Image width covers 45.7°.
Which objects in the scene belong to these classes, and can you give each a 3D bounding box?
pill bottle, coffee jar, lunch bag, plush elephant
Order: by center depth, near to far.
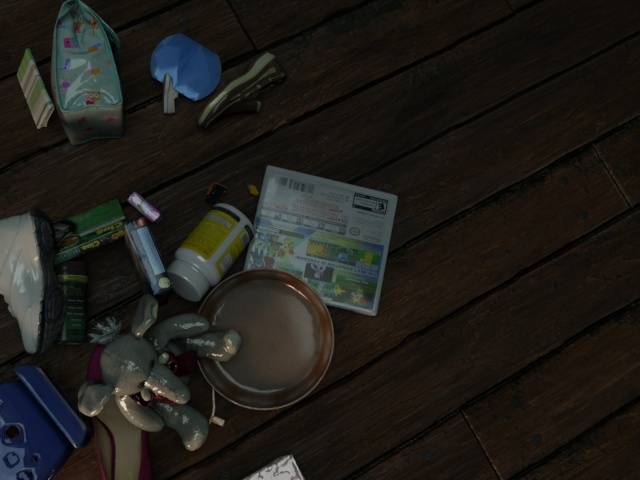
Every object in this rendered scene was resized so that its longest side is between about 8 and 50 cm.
[{"bbox_3d":[-0.338,0.259,1.525,0.330,0.255,0.272,28,88,-2],"label":"plush elephant"},{"bbox_3d":[-0.556,0.138,1.665,0.079,0.096,0.184,7,76,-43],"label":"coffee jar"},{"bbox_3d":[-0.249,0.027,1.695,0.119,0.119,0.208,36,60,0],"label":"pill bottle"},{"bbox_3d":[-0.525,-0.377,1.704,0.160,0.223,0.262,-10,79,-16],"label":"lunch bag"}]

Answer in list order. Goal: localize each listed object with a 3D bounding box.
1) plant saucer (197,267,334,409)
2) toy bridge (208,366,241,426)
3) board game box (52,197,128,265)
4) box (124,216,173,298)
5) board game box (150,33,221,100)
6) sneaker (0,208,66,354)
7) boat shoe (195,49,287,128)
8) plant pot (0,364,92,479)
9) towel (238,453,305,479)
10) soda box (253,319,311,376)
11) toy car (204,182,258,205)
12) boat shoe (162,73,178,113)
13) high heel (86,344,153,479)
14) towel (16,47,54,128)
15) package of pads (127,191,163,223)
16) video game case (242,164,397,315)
[{"bbox_3d":[-0.124,0.216,1.684,0.310,0.050,0.311,0,88,2],"label":"plant saucer"},{"bbox_3d":[-0.210,0.326,1.716,0.063,0.026,0.188,25,77,0],"label":"toy bridge"},{"bbox_3d":[-0.556,-0.007,1.685,0.259,0.136,0.030,-23,125,-11],"label":"board game box"},{"bbox_3d":[-0.373,0.055,1.637,0.044,0.233,0.159,-22,84,-18],"label":"box"},{"bbox_3d":[-0.325,-0.416,1.838,0.168,0.033,0.133,29,76,-10],"label":"board game box"},{"bbox_3d":[-0.609,0.088,1.568,0.129,0.111,0.297,-8,85,6],"label":"sneaker"},{"bbox_3d":[-0.180,-0.344,1.815,0.095,0.095,0.257,46,76,-4],"label":"boat shoe"},{"bbox_3d":[-0.603,0.390,1.547,0.212,0.236,0.236,-38,86,-19],"label":"plant pot"},{"bbox_3d":[-0.137,0.679,1.647,0.331,0.053,0.317,-25,83,-13],"label":"towel"},{"bbox_3d":[-0.076,0.235,1.738,0.169,0.053,0.060,43,77,1],"label":"soda box"},{"bbox_3d":[-0.214,-0.112,1.804,0.122,0.060,0.040,7,33,-23],"label":"toy car"},{"bbox_3d":[-0.354,-0.347,1.799,0.035,0.035,0.100,-4,120,-20],"label":"boat shoe"},{"bbox_3d":[-0.419,0.397,1.592,0.127,0.181,0.377,-18,82,-11],"label":"high heel"},{"bbox_3d":[-0.651,-0.346,1.742,0.023,0.113,0.152,-17,79,-38],"label":"towel"},{"bbox_3d":[-0.403,-0.074,1.751,0.083,0.050,0.032,40,82,0],"label":"package of pads"},{"bbox_3d":[0.000,0.000,1.805,0.329,0.036,0.300,13,78,-7],"label":"video game case"}]
